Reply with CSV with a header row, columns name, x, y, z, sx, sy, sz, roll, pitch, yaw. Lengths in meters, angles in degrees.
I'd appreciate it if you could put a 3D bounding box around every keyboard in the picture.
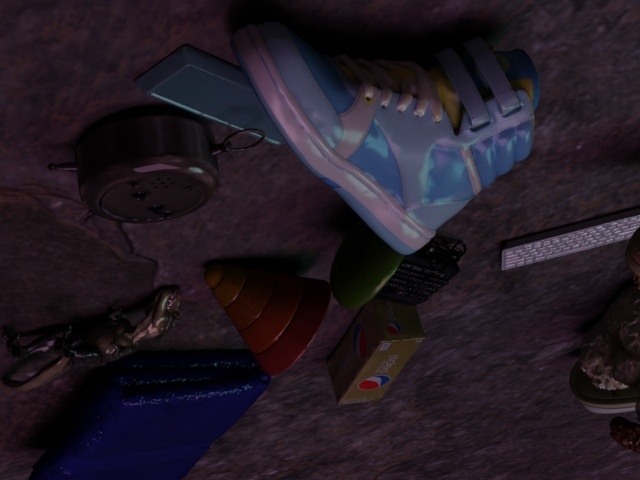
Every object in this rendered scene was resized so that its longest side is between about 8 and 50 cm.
name,x,y,z,sx,sy,sz,roll,pitch,yaw
keyboard,0.333,-0.010,2.018,0.256,0.014,0.072,-14,154,0
keyboard,0.109,0.040,1.920,0.100,0.038,0.192,-46,158,14

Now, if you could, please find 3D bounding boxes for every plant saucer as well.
name,x,y,z,sx,sy,sz,roll,pitch,yaw
plant saucer,-0.077,-0.126,1.572,0.067,0.018,0.192,-31,149,30

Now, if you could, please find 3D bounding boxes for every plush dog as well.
name,x,y,z,sx,sy,sz,roll,pitch,yaw
plush dog,0.452,0.154,2.162,0.262,0.225,0.210,-20,154,12

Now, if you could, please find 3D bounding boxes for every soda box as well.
name,x,y,z,sx,sy,sz,roll,pitch,yaw
soda box,0.065,0.133,2.110,0.058,0.061,0.181,-4,152,-21

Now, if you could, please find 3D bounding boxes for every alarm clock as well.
name,x,y,z,sx,sy,sz,roll,pitch,yaw
alarm clock,-0.140,-0.067,1.597,0.192,0.064,0.129,-19,155,13

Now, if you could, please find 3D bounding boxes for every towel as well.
name,x,y,z,sx,sy,sz,roll,pitch,yaw
towel,-0.217,0.224,2.147,0.227,0.076,0.308,-5,153,-34

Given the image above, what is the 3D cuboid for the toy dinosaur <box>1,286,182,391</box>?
name,x,y,z,sx,sy,sz,roll,pitch,yaw
toy dinosaur,-0.275,0.119,1.915,0.268,0.064,0.118,-23,160,24

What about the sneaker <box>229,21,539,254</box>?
name,x,y,z,sx,sy,sz,roll,pitch,yaw
sneaker,0.072,-0.135,1.535,0.208,0.127,0.319,-36,141,10

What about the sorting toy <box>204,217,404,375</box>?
name,x,y,z,sx,sy,sz,roll,pitch,yaw
sorting toy,0.000,0.000,1.807,0.126,0.127,0.365,33,131,-18

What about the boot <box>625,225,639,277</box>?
name,x,y,z,sx,sy,sz,roll,pitch,yaw
boot,0.433,-0.072,1.787,0.262,0.095,0.203,-19,138,-12

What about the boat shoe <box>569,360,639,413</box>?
name,x,y,z,sx,sy,sz,roll,pitch,yaw
boat shoe,0.485,0.163,2.327,0.302,0.113,0.103,-21,148,12
